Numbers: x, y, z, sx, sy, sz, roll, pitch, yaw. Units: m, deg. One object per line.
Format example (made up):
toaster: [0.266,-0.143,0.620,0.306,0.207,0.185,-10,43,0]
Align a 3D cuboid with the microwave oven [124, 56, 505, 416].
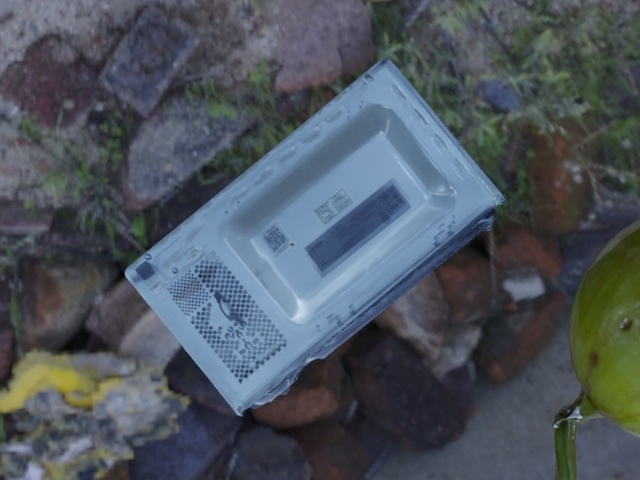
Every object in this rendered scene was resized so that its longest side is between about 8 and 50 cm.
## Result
microwave oven: [0.000,0.000,0.787,0.208,0.162,0.122,-39,90,3]

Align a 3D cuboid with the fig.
fig: [0.207,0.062,0.700,0.142,0.148,0.186,-15,163,-36]
